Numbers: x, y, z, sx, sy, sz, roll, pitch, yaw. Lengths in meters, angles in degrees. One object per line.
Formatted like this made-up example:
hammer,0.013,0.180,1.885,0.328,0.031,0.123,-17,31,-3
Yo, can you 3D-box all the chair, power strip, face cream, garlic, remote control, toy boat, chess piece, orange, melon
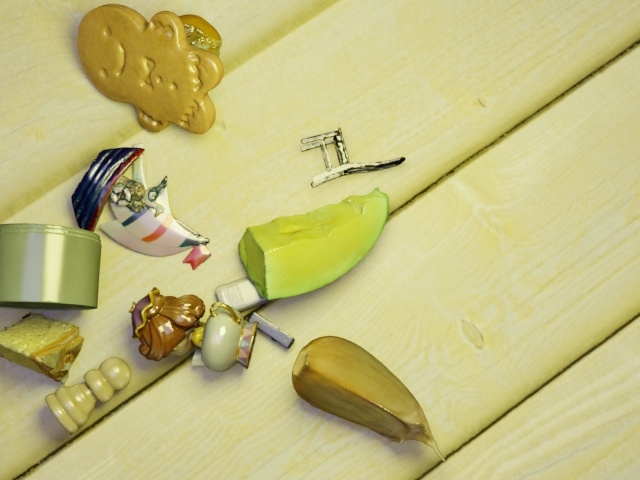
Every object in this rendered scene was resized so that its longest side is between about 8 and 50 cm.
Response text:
chair,0.071,-0.193,1.776,0.212,0.084,0.101,-16,85,-4
power strip,-0.105,0.189,1.728,0.111,0.038,0.029,33,82,4
face cream,-0.394,-0.154,1.784,0.038,0.020,0.115,-3,83,1
garlic,0.091,0.325,1.637,0.338,0.196,0.151,35,97,2
remote control,-0.094,0.091,1.752,0.261,0.029,0.067,-18,80,-7
toy boat,-0.397,-0.044,1.753,0.219,0.072,0.318,-33,99,-1
chess piece,-0.464,0.308,1.679,0.170,0.094,0.094,-35,83,-15
orange,-0.291,-0.414,1.777,0.156,0.134,0.157,-2,79,9
melon,0.000,0.000,1.700,0.323,0.124,0.196,-20,43,-15

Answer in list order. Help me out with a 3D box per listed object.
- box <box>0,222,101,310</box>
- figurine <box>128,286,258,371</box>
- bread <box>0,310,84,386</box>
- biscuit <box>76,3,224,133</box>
box,-0.556,0.059,1.640,0.226,0.226,0.149,1,80,-2
figurine,-0.263,0.183,1.668,0.263,0.142,0.190,13,122,-1
bread,-0.573,0.212,1.658,0.147,0.152,0.127,19,79,11
biscuit,-0.366,-0.362,1.721,0.355,0.275,0.052,29,38,11
